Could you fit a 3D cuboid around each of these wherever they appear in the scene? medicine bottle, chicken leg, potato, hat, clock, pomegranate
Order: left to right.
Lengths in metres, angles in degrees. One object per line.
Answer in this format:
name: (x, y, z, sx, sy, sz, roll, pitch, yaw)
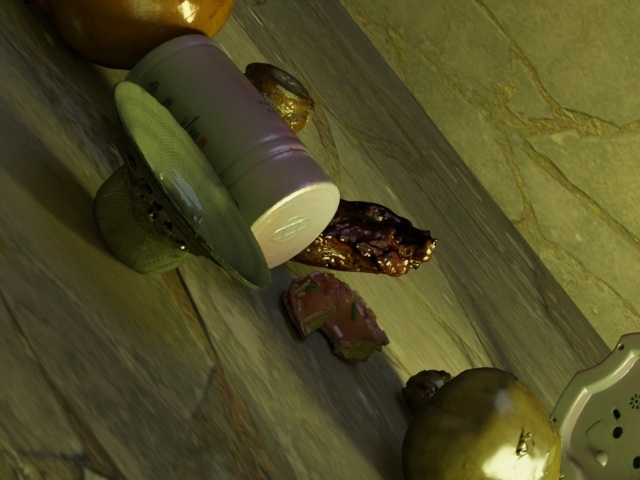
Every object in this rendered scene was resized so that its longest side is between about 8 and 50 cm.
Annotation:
pomegranate: (-0.233, -0.331, 1.556, 0.264, 0.264, 0.264, 46, 15, -17)
hat: (-0.165, -0.028, 1.274, 0.252, 0.110, 0.252, 53, 9, -12)
medicine bottle: (-0.108, -0.100, 1.486, 0.254, 0.152, 0.152, 51, 13, 24)
chicken leg: (0.000, 0.000, 1.700, 0.158, 0.095, 0.407, 33, 19, 34)
chicken leg: (0.145, 0.232, 1.676, 0.198, 0.069, 0.085, -80, 153, -62)
potato: (0.210, 0.266, 1.549, 0.141, 0.191, 0.296, 21, -17, 37)
clock: (0.530, 0.319, 2.087, 0.102, 0.338, 0.338, 32, 23, -39)

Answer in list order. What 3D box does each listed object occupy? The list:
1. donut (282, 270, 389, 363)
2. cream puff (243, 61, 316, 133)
donut: (0.013, 0.087, 1.614, 0.166, 0.065, 0.117, 32, 24, -54)
cream puff: (-0.078, -0.207, 1.974, 0.126, 0.103, 0.144, 37, 15, 1)
